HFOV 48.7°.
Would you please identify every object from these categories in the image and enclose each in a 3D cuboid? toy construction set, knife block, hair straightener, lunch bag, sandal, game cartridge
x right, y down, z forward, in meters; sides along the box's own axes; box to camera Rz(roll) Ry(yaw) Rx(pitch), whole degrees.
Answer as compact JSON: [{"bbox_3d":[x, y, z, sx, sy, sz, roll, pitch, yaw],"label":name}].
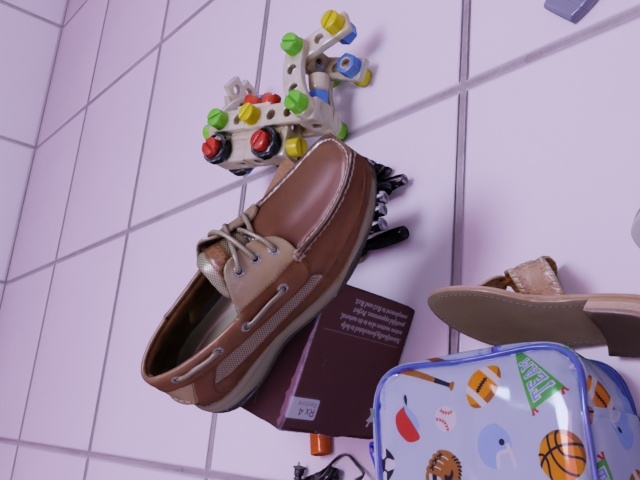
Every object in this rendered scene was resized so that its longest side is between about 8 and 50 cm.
[{"bbox_3d":[-0.076,-0.211,1.093,0.327,0.151,0.215,-7,70,52],"label":"toy construction set"},{"bbox_3d":[0.000,0.000,0.958,0.276,0.088,0.242,-60,37,16],"label":"knife block"},{"bbox_3d":[-0.026,0.321,0.892,0.230,0.047,0.089,-39,48,38],"label":"hair straightener"},{"bbox_3d":[0.153,0.237,0.611,0.243,0.115,0.304,-20,60,39],"label":"lunch bag"},{"bbox_3d":[0.222,0.053,0.673,0.240,0.088,0.079,1,45,46],"label":"sandal"},{"bbox_3d":[0.283,-0.279,0.760,0.083,0.017,0.056,-58,42,19],"label":"game cartridge"}]

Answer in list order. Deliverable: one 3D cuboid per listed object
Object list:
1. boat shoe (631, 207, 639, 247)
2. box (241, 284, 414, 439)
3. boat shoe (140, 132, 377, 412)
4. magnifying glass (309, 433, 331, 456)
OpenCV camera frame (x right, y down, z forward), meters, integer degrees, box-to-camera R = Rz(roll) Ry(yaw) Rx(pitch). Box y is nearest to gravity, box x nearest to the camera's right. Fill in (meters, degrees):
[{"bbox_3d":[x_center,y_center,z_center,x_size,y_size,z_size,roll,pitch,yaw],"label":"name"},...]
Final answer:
[{"bbox_3d":[0.349,-0.074,0.451,0.319,0.116,0.099,-39,21,50],"label":"boat shoe"},{"bbox_3d":[-0.032,0.120,0.852,0.203,0.168,0.167,15,84,43],"label":"box"},{"bbox_3d":[-0.066,0.037,0.712,0.122,0.120,0.324,39,100,43],"label":"boat shoe"},{"bbox_3d":[-0.003,0.169,0.950,0.092,0.026,0.231,-29,52,43],"label":"magnifying glass"}]
